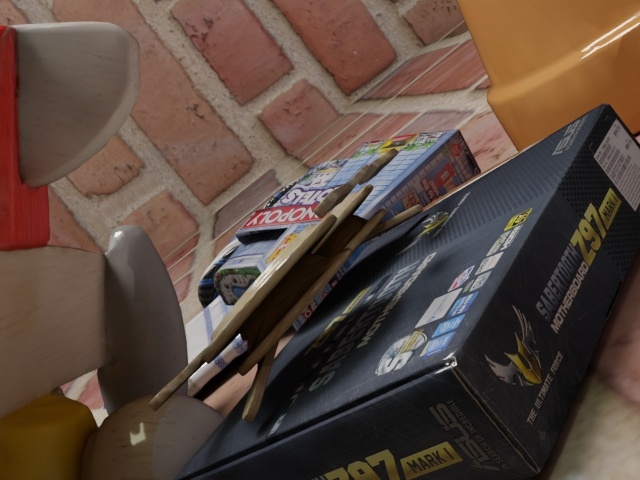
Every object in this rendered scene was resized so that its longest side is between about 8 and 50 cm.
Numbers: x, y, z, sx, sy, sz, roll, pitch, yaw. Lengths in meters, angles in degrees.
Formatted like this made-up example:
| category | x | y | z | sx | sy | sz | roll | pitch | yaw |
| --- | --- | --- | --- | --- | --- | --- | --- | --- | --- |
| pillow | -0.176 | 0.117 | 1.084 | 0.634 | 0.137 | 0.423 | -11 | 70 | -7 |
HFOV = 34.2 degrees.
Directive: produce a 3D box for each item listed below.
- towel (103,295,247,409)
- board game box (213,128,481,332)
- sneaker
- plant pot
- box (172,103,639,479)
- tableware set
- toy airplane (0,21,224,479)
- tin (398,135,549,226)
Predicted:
| category | x | y | z | sx | sy | sz | roll | pitch | yaw |
| --- | --- | --- | --- | --- | --- | --- | --- | --- | --- |
| towel | -0.088 | 0.086 | 0.958 | 0.285 | 0.034 | 0.209 | -41 | 11 | -2 |
| board game box | 0.000 | 0.000 | 0.816 | 0.194 | 0.060 | 0.194 | -3 | 36 | 46 |
| sneaker | -0.046 | -0.006 | 1.103 | 0.211 | 0.080 | 0.081 | -37 | 11 | 1 |
| plant pot | 0.209 | -0.219 | 0.739 | 0.291 | 0.203 | 0.291 | -37 | 9 | 7 |
| box | 0.053 | 0.041 | 0.502 | 0.183 | 0.059 | 0.233 | -33 | 10 | 42 |
| tableware set | -0.001 | 0.020 | 0.519 | 0.128 | 0.039 | 0.194 | -49 | -2 | 17 |
| toy airplane | -0.160 | 0.068 | 0.559 | 0.384 | 0.272 | 0.386 | 103 | -171 | -48 |
| tin | 0.095 | -0.007 | 0.672 | 0.189 | 0.040 | 0.106 | -32 | 15 | 39 |
